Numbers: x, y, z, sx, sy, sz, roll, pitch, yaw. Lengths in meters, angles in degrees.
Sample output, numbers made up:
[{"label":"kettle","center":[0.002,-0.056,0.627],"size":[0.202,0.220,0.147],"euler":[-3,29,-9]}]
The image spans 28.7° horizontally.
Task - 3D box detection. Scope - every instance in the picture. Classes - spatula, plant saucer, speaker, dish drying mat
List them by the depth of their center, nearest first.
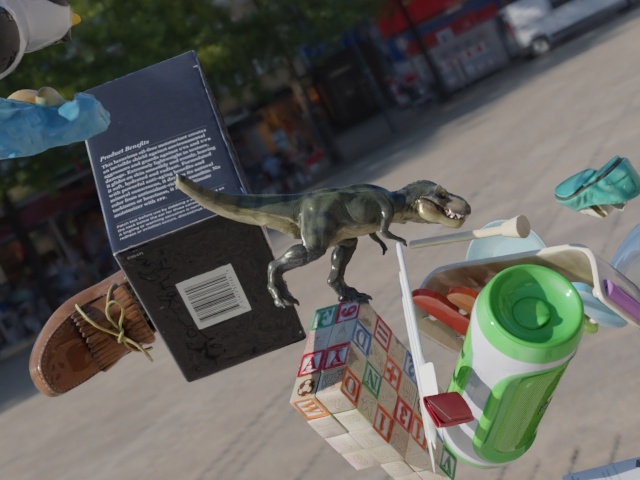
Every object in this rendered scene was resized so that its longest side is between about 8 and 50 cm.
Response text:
[{"label":"dish drying mat","center":[0.116,0.151,1.124],"size":[0.008,0.032,0.083],"euler":[-39,-19,21]},{"label":"speaker","center":[0.216,0.153,1.447],"size":[0.131,0.131,0.296],"euler":[-29,-28,-23]},{"label":"spatula","center":[0.116,0.132,1.455],"size":[0.019,0.242,0.168],"euler":[-9,-26,2]},{"label":"plant saucer","center":[0.335,0.058,2.149],"size":[0.037,0.195,0.195],"euler":[-13,-5,-42]}]

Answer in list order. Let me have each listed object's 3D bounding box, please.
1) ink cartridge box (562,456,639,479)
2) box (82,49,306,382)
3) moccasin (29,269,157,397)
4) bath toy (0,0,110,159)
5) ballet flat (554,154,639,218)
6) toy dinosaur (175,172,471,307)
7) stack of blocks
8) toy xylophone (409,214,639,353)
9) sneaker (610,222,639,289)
[{"label":"ink cartridge box","center":[0.543,0.434,1.873],"size":[0.307,0.223,0.129],"euler":[-15,4,7]},{"label":"box","center":[-0.170,-0.028,1.631],"size":[0.183,0.296,0.294],"euler":[-20,49,-1]},{"label":"moccasin","center":[-0.331,0.135,2.121],"size":[0.147,0.139,0.380],"euler":[-3,22,47]},{"label":"bath toy","center":[-0.246,-0.227,0.885],"size":[0.129,0.348,0.151],"euler":[-7,29,4]},{"label":"ballet flat","center":[0.462,-0.077,2.073],"size":[0.083,0.087,0.247],"euler":[-41,2,-12]},{"label":"toy dinosaur","center":[0.000,0.000,1.147],"size":[0.268,0.118,0.064],"euler":[1,6,-11]},{"label":"stack of blocks","center":[0.090,0.245,1.824],"size":[0.087,0.297,0.171],"euler":[-18,39,32]},{"label":"toy xylophone","center":[0.243,0.065,1.593],"size":[0.323,0.236,0.081],"euler":[-19,51,49]},{"label":"sneaker","center":[0.576,0.014,1.855],"size":[0.305,0.114,0.152],"euler":[-23,31,12]}]
